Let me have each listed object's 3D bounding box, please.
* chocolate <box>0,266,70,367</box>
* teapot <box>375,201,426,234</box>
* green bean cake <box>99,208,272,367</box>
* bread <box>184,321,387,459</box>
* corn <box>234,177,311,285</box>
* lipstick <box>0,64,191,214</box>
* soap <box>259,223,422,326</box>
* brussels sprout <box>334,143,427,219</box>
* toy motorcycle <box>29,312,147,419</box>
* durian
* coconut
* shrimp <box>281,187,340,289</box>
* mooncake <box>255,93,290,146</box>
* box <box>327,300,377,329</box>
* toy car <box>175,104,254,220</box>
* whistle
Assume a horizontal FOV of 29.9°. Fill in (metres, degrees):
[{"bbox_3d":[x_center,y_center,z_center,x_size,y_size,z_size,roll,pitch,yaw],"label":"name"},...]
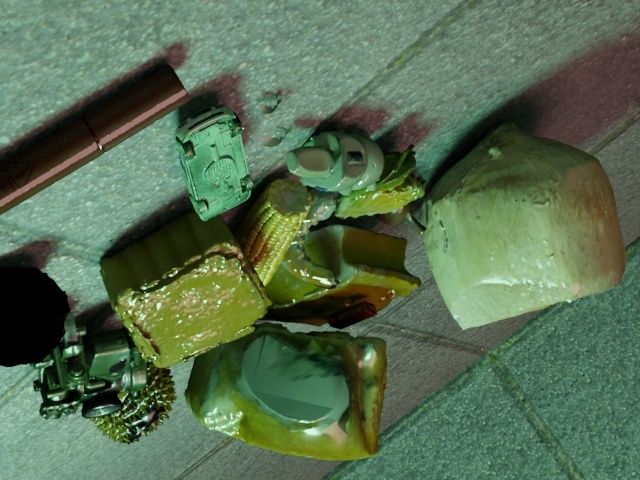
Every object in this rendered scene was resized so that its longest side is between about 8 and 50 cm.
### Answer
[{"bbox_3d":[-0.443,0.110,1.745,0.156,0.156,0.133,-28,-175,-15],"label":"chocolate"},{"bbox_3d":[0.159,-0.060,2.239,0.085,0.110,0.080,-49,169,-35],"label":"teapot"},{"bbox_3d":[-0.215,0.077,1.901,0.229,0.131,0.224,-27,141,-3],"label":"green bean cake"},{"bbox_3d":[-0.078,0.263,2.196,0.395,0.239,0.264,8,172,8],"label":"bread"},{"bbox_3d":[-0.094,-0.006,2.006,0.093,0.093,0.244,-16,151,-38],"label":"corn"},{"bbox_3d":[-0.328,-0.108,1.507,0.356,0.057,0.057,-31,158,-6],"label":"lipstick"},{"bbox_3d":[0.017,0.075,2.259,0.259,0.143,0.281,-24,165,22],"label":"soap"},{"bbox_3d":[0.098,-0.098,2.081,0.181,0.100,0.139,-16,174,37],"label":"brussels sprout"},{"bbox_3d":[-0.375,0.212,1.990,0.205,0.127,0.275,-9,151,-25],"label":"toy motorcycle"},{"bbox_3d":[-0.346,0.286,2.203,0.193,0.138,0.237,-37,157,6],"label":"durian"},{"bbox_3d":[0.376,-0.041,2.284,0.404,0.404,0.404,-29,158,-13],"label":"coconut"},{"bbox_3d":[0.000,0.000,2.066,0.161,0.166,0.049,-41,-176,13],"label":"shrimp"},{"bbox_3d":[0.040,-0.271,1.705,0.150,0.057,0.347,12,125,-44],"label":"mooncake"},{"bbox_3d":[0.060,0.141,2.247,0.082,0.023,0.051,-24,159,20],"label":"box"},{"bbox_3d":[-0.156,-0.117,1.706,0.090,0.076,0.224,-27,150,-13],"label":"toy car"},{"bbox_3d":[0.025,-0.126,1.920,0.092,0.110,0.244,-6,-179,38],"label":"whistle"}]
